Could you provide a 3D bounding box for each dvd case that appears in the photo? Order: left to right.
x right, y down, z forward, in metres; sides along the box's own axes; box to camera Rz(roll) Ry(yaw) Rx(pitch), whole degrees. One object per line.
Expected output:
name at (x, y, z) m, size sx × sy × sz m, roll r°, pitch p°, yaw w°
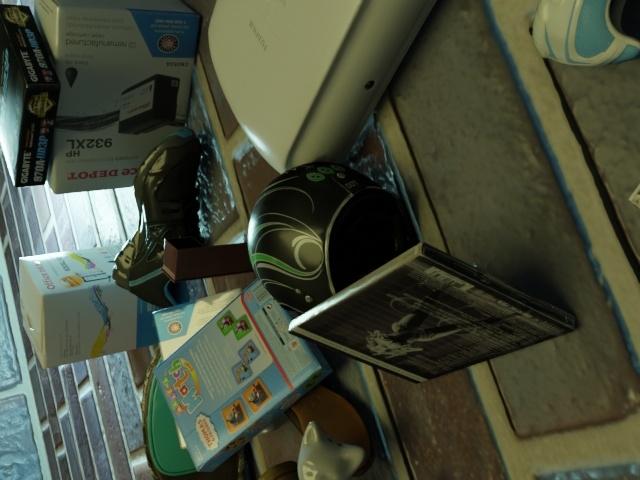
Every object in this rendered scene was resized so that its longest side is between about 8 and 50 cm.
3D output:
dvd case at (0.091, 0.078, 0.620) m, size 0.221 × 0.164 × 0.018 m, roll -38°, pitch 34°, yaw 51°

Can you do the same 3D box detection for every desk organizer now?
desk organizer at (-0.164, 0.023, 0.989) m, size 0.047 × 0.130 × 0.050 m, roll 33°, pitch 121°, yaw 47°

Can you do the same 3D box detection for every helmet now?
helmet at (0.000, 0.000, 0.725) m, size 0.161 × 0.169 × 0.170 m, roll 12°, pitch 107°, yaw 49°

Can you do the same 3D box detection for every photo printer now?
photo printer at (-0.020, -0.238, 0.741) m, size 0.256 × 0.107 × 0.308 m, roll 61°, pitch 141°, yaw 27°

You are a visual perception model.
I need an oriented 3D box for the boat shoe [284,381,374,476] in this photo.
boat shoe at (0.003, 0.226, 0.858) m, size 0.207 × 0.073 × 0.073 m, roll 41°, pitch 167°, yaw 46°

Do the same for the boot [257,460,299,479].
boot at (0.007, 0.460, 0.891) m, size 0.269 × 0.089 × 0.236 m, roll 38°, pitch 135°, yaw 43°

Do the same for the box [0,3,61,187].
box at (-0.458, -0.217, 1.032) m, size 0.175 × 0.051 × 0.220 m, roll 61°, pitch 141°, yaw 25°

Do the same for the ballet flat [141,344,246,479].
ballet flat at (-0.195, 0.383, 1.118) m, size 0.182 × 0.163 × 0.483 m, roll 162°, pitch 97°, yaw -80°

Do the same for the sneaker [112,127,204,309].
sneaker at (-0.243, -0.029, 1.136) m, size 0.139 × 0.125 × 0.341 m, roll 32°, pitch 125°, yaw 14°

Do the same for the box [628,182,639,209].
box at (0.300, -0.006, 0.396) m, size 0.207 × 0.036 × 0.114 m, roll 52°, pitch 136°, yaw 35°

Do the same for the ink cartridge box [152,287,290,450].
ink cartridge box at (-0.141, 0.183, 0.974) m, size 0.148 × 0.086 × 0.203 m, roll -16°, pitch 83°, yaw 15°

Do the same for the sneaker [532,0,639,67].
sneaker at (0.209, -0.237, 0.449) m, size 0.086 × 0.085 × 0.237 m, roll 16°, pitch 109°, yaw 25°

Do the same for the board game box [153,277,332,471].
board game box at (-0.108, 0.170, 0.876) m, size 0.211 × 0.039 × 0.160 m, roll -41°, pitch 58°, yaw 9°

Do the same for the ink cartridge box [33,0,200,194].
ink cartridge box at (-0.340, -0.244, 1.100) m, size 0.129 × 0.223 × 0.308 m, roll 45°, pitch 132°, yaw 39°

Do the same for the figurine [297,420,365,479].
figurine at (0.036, 0.319, 0.752) m, size 0.214 × 0.092 × 0.210 m, roll 30°, pitch 120°, yaw 8°

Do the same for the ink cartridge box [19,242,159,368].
ink cartridge box at (-0.467, 0.124, 1.358) m, size 0.171 × 0.232 × 0.168 m, roll 35°, pitch 125°, yaw 46°
